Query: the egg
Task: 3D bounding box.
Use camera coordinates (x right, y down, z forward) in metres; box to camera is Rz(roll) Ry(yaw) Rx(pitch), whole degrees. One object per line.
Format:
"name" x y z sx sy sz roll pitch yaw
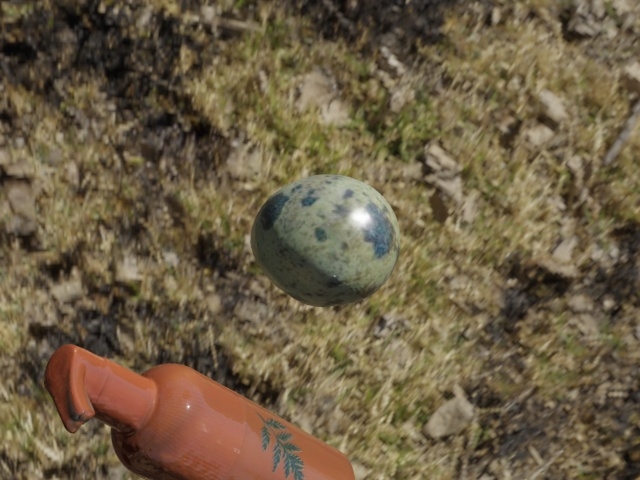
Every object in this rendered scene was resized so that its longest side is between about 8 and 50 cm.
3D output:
"egg" 0.000 0.000 1.287 0.141 0.181 0.141 -3 95 -46

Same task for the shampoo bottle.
"shampoo bottle" -0.081 0.135 0.808 0.244 0.085 0.085 34 58 -38
